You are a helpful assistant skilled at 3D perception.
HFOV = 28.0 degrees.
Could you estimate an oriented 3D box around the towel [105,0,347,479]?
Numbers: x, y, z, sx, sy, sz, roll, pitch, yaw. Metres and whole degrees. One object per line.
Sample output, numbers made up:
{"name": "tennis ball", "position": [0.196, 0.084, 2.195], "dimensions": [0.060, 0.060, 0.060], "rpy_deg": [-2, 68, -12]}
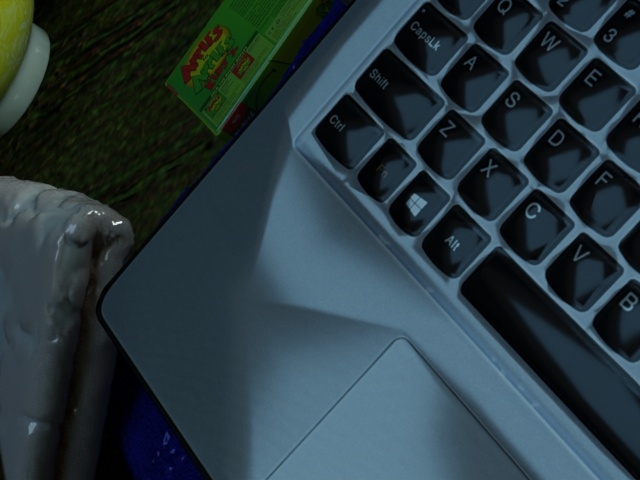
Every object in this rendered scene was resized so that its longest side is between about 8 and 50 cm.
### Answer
{"name": "towel", "position": [0.000, 0.000, 0.624], "dimensions": [0.308, 0.076, 0.227], "rpy_deg": [-53, 36, 8]}

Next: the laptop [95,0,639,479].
{"name": "laptop", "position": [0.087, -0.033, 0.293], "dimensions": [0.408, 0.236, 0.382], "rpy_deg": [-48, 54, 10]}

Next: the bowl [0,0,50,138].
{"name": "bowl", "position": [-0.316, -0.162, 1.044], "dimensions": [0.289, 0.156, 0.289], "rpy_deg": [-29, 46, 35]}

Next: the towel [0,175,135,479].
{"name": "towel", "position": [-0.214, 0.114, 0.743], "dimensions": [0.332, 0.053, 0.317], "rpy_deg": [14, 96, 54]}

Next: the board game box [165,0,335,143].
{"name": "board game box", "position": [-0.011, -0.142, 0.765], "dimensions": [0.181, 0.043, 0.092], "rpy_deg": [-54, 36, 7]}

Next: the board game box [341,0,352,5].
{"name": "board game box", "position": [0.184, -0.177, 0.469], "dimensions": [0.318, 0.066, 0.318], "rpy_deg": [34, 93, 37]}
